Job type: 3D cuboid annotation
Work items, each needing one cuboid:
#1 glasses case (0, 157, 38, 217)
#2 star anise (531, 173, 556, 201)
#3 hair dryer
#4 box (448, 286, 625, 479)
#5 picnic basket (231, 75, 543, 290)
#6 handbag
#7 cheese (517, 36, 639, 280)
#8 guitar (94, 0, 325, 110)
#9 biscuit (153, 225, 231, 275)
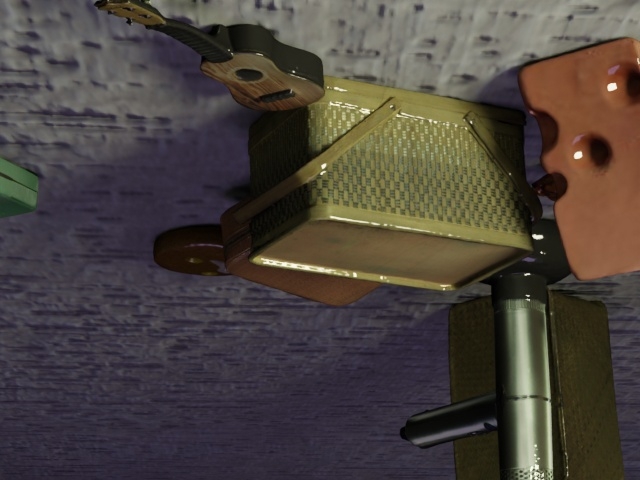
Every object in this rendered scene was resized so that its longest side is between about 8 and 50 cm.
[{"bbox_3d":[-0.366,-0.067,1.505,0.077,0.039,0.184,-9,160,25],"label":"glasses case"},{"bbox_3d":[0.326,-0.050,1.566,0.212,0.054,0.157,0,154,9],"label":"star anise"},{"bbox_3d":[0.174,0.146,1.811,0.284,0.320,0.155,-4,165,44],"label":"hair dryer"},{"bbox_3d":[0.288,0.215,2.037,0.184,0.273,0.143,-18,156,40],"label":"box"},{"bbox_3d":[0.062,-0.048,1.427,0.266,0.139,0.165,8,160,-25],"label":"picnic basket"},{"bbox_3d":[0.000,0.000,1.637,0.151,0.072,0.193,-31,142,33],"label":"handbag"},{"bbox_3d":[0.278,-0.058,1.348,0.128,0.177,0.203,-12,159,31],"label":"cheese"},{"bbox_3d":[-0.091,-0.162,1.226,0.083,0.038,0.271,-12,162,29],"label":"guitar"},{"bbox_3d":[-0.083,0.013,1.781,0.236,0.039,0.180,-4,163,16],"label":"biscuit"}]
